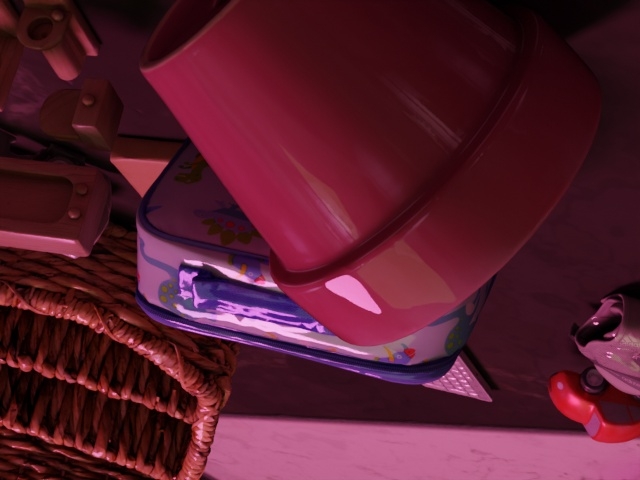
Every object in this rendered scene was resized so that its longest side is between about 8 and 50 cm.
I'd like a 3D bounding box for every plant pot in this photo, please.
[{"bbox_3d":[0.014,-0.077,0.838,0.180,0.201,0.201,43,150,-19],"label":"plant pot"}]

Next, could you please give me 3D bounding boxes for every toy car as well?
[{"bbox_3d":[0.330,0.145,1.291,0.239,0.053,0.225,21,155,-31],"label":"toy car"}]

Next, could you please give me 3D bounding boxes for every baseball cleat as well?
[{"bbox_3d":[0.274,0.082,1.175,0.206,0.072,0.109,-7,149,44],"label":"baseball cleat"}]

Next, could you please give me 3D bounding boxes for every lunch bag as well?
[{"bbox_3d":[0.000,0.000,1.015,0.219,0.176,0.090,11,126,11],"label":"lunch bag"}]

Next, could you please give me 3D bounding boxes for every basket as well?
[{"bbox_3d":[-0.227,0.107,1.381,0.299,0.223,0.213,19,158,-6],"label":"basket"}]

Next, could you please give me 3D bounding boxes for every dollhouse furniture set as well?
[{"bbox_3d":[-0.204,-0.091,0.981,0.144,0.151,0.123,7,157,16],"label":"dollhouse furniture set"}]

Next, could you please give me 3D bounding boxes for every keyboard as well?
[{"bbox_3d":[0.082,0.084,1.392,0.072,0.014,0.256,5,155,26],"label":"keyboard"}]

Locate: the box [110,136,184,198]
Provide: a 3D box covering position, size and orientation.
[{"bbox_3d":[-0.038,-0.023,1.206,0.201,0.021,0.164,7,157,23],"label":"box"}]

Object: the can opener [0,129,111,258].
[{"bbox_3d":[-0.294,-0.059,1.223,0.283,0.076,0.095,22,157,-12],"label":"can opener"}]
